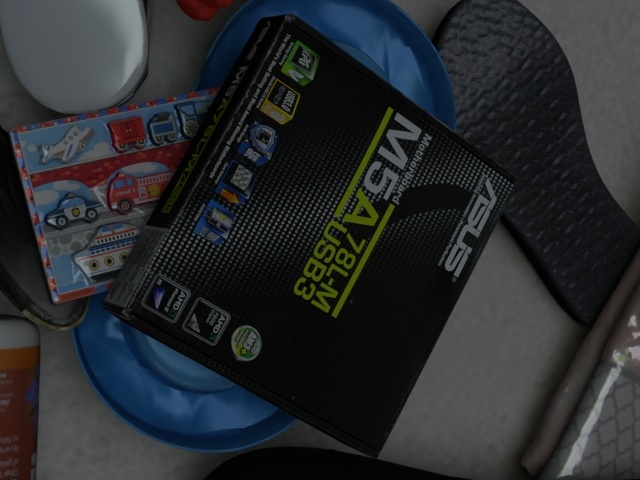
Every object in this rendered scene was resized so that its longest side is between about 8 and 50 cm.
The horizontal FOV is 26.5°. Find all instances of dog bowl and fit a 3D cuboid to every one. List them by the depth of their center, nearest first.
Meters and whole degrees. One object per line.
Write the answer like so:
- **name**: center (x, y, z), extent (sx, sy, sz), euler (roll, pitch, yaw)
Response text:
- **dog bowl**: center (-0.039, -0.017, 0.829), extent (0.166, 0.074, 0.297), euler (33, 80, -16)

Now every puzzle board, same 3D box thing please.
- **puzzle board**: center (-0.099, -0.027, 0.750), extent (0.128, 0.011, 0.096), euler (-15, 91, -27)

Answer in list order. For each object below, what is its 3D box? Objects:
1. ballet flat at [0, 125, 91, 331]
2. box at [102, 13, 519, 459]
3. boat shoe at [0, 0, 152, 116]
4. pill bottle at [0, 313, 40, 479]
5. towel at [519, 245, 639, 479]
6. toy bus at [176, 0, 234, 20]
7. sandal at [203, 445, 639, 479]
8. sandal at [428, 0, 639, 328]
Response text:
- **ballet flat**: center (-0.180, -0.021, 0.763), extent (0.057, 0.049, 0.173), euler (-28, 74, -26)
- **box**: center (0.000, 0.000, 0.769), extent (0.184, 0.045, 0.191), euler (33, 79, -25)
- **boat shoe**: center (-0.146, -0.223, 0.777), extent (0.108, 0.102, 0.301), euler (-9, 99, -1)
- **pill bottle**: center (-0.217, 0.148, 0.742), extent (0.121, 0.121, 0.216), euler (2, 90, -19)
- **towel**: center (0.341, 0.100, 0.938), extent (0.331, 0.053, 0.317), euler (30, 90, -19)
- **toy bus**: center (-0.022, -0.208, 0.755), extent (0.149, 0.220, 0.211), euler (41, 76, -15)
- **sandal**: center (0.132, 0.231, 0.840), extent (0.445, 0.107, 0.168), euler (7, 122, -14)
- **sandal**: center (0.140, -0.046, 0.908), extent (0.097, 0.054, 0.255), euler (-32, 109, -9)
